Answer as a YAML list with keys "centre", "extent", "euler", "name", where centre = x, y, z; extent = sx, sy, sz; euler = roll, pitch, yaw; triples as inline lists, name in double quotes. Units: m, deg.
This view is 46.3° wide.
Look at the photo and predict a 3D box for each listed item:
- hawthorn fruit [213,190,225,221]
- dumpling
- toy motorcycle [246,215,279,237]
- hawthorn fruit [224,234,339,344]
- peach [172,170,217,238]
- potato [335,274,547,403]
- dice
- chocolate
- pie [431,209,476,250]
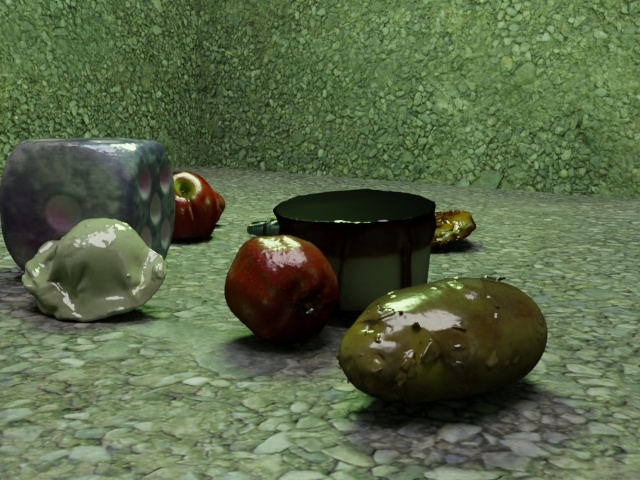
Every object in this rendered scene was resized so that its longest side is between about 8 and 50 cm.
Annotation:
- centre: [-0.333, -0.095, 2.145]
  extent: [0.128, 0.128, 0.128]
  euler: [1, 10, 0]
  name: "hawthorn fruit"
- centre: [-0.375, 0.055, 1.231]
  extent: [0.258, 0.147, 0.193]
  euler: [10, 43, 19]
  name: "dumpling"
- centre: [-0.092, -0.028, 1.926]
  extent: [0.194, 0.061, 0.124]
  euler: [3, 12, 1]
  name: "toy motorcycle"
- centre: [-0.048, 0.075, 1.071]
  extent: [0.157, 0.157, 0.194]
  euler: [-4, 17, -26]
  name: "hawthorn fruit"
- centre: [-0.358, -0.068, 1.941]
  extent: [0.196, 0.226, 0.190]
  euler: [37, 57, 11]
  name: "peach"
- centre: [0.147, 0.115, 0.897]
  extent: [0.296, 0.141, 0.192]
  euler: [-11, 13, -42]
  name: "potato"
- centre: [-0.459, -0.070, 1.510]
  extent: [0.270, 0.270, 0.271]
  euler: [3, 9, 8]
  name: "dice"
- centre: [0.058, 0.028, 1.255]
  extent: [0.284, 0.186, 0.283]
  euler: [0, 16, 0]
  name: "chocolate"
- centre: [0.257, -0.034, 1.923]
  extent: [0.308, 0.085, 0.308]
  euler: [0, 11, 0]
  name: "pie"
